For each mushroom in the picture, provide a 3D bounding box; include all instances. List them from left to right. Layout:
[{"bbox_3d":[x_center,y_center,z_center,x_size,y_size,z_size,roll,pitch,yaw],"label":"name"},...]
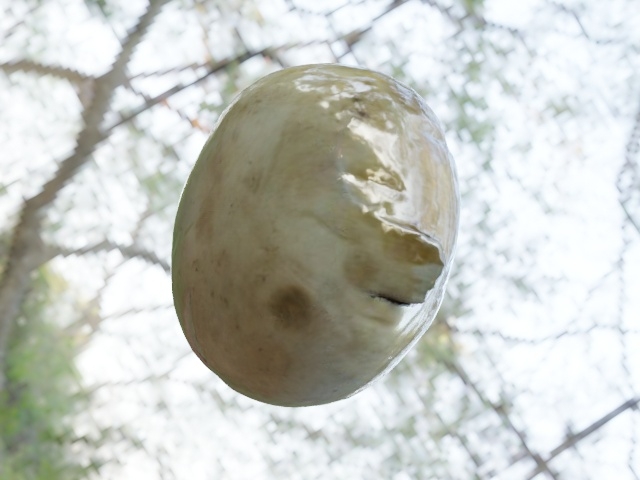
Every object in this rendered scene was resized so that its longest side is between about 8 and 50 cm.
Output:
[{"bbox_3d":[0.000,0.000,1.258,0.184,0.255,0.255,32,6,-40],"label":"mushroom"}]
